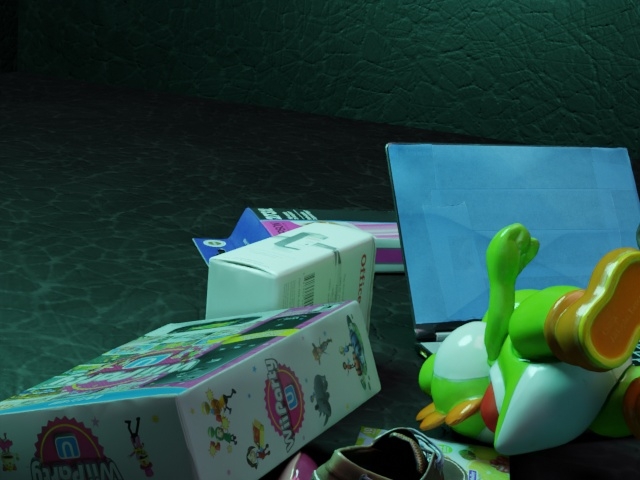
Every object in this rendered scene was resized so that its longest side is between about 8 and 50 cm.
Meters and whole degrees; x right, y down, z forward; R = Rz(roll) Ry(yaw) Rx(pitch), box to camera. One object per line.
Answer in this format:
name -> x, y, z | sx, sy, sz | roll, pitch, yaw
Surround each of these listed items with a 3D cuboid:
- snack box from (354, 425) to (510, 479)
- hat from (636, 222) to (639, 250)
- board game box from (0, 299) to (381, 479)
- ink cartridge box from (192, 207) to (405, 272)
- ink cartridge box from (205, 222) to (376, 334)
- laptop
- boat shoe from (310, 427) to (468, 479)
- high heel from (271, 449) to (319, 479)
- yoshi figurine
snack box -> 0.098, 0.213, 0.971 | 0.141, 0.037, 0.100 | 8, 14, 7
hat -> 0.540, 0.034, 1.261 | 0.331, 0.133, 0.331 | -7, 26, 3
board game box -> -0.115, 0.140, 0.937 | 0.224, 0.097, 0.303 | -10, 7, 28
ink cartridge box -> 0.000, 0.000, 1.676 | 0.371, 0.069, 0.176 | -2, 17, -16
ink cartridge box -> -0.030, 0.078, 1.188 | 0.092, 0.158, 0.218 | 13, 17, 29
laptop -> 0.320, 0.038, 1.312 | 0.382, 0.236, 0.408 | -1, 17, -21
boat shoe -> 0.063, 0.181, 0.821 | 0.066, 0.066, 0.183 | 36, 20, 33
high heel -> 0.006, 0.237, 0.829 | 0.117, 0.082, 0.244 | 34, 1, -4
yoshi figurine -> 0.219, 0.095, 0.983 | 0.203, 0.203, 0.362 | 6, -13, -20
